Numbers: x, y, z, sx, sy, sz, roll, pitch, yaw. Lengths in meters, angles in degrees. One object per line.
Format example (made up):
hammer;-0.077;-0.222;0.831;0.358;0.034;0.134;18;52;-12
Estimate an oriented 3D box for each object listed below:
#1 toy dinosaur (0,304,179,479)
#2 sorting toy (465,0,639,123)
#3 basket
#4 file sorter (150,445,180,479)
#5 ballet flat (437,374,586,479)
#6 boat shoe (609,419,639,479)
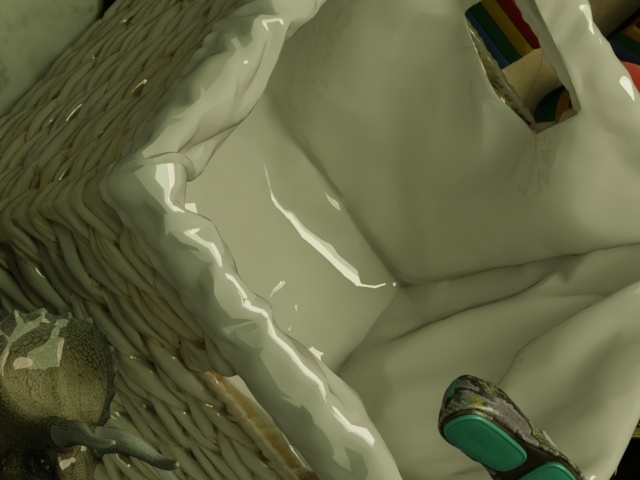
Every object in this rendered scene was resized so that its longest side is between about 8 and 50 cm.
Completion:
toy dinosaur;-0.209;0.040;0.785;0.313;0.160;0.121;42;22;7
sorting toy;0.205;-0.157;1.214;0.257;0.089;0.255;-42;97;-30
basket;0.000;0.000;0.931;0.328;0.266;0.331;53;51;-23
file sorter;-0.111;0.244;0.749;0.193;0.173;0.278;57;9;-21
ballet flat;0.096;0.100;0.797;0.114;0.041;0.041;45;54;-32
boat shoe;0.137;0.173;1.142;0.307;0.104;0.111;-18;95;-44
